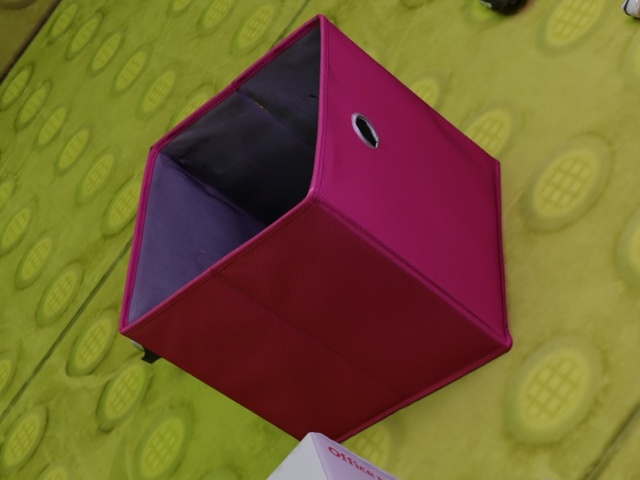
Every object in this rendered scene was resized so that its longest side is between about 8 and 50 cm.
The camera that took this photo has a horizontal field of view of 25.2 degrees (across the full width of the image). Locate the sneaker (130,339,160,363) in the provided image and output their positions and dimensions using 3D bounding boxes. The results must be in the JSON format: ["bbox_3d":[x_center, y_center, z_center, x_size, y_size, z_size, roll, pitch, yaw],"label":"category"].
[{"bbox_3d":[-0.148,0.094,1.632,0.153,0.094,0.235,-52,29,6],"label":"sneaker"}]

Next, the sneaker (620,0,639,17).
[{"bbox_3d":[0.316,-0.254,1.384,0.037,0.032,0.083,8,66,57],"label":"sneaker"}]

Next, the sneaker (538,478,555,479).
[{"bbox_3d":[0.207,0.238,0.949,0.103,0.111,0.252,-57,30,-4],"label":"sneaker"}]

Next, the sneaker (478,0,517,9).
[{"bbox_3d":[0.169,-0.341,1.611,0.078,0.106,0.234,-42,31,22],"label":"sneaker"}]

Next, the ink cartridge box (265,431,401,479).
[{"bbox_3d":[0.040,0.260,1.140,0.082,0.139,0.191,-50,29,12],"label":"ink cartridge box"}]

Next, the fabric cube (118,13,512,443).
[{"bbox_3d":[0.000,0.000,1.349,0.259,0.258,0.254,-34,34,32],"label":"fabric cube"}]
